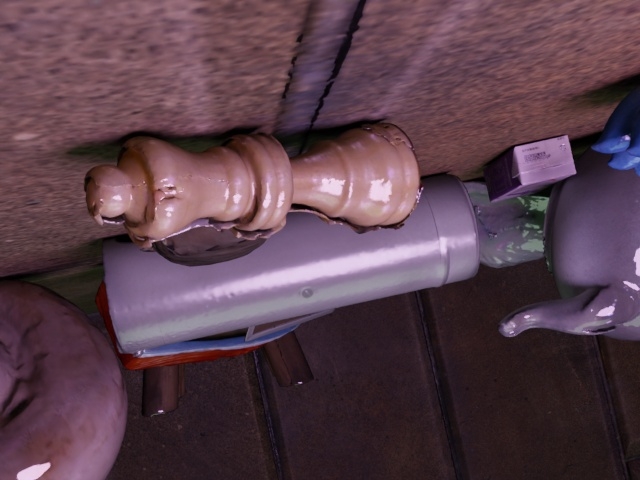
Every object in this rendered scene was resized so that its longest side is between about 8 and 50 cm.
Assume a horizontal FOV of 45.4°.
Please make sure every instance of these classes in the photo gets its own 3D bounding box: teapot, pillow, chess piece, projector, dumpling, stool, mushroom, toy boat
[{"bbox_3d":[0.278,-0.008,0.696,0.129,0.193,0.294,10,-135,36],"label":"teapot"},{"bbox_3d":[-0.077,-0.009,0.520,0.093,0.051,0.241,-16,179,-14],"label":"pillow"},{"bbox_3d":[-0.030,-0.027,0.371,0.172,0.060,0.060,-8,175,-37],"label":"chess piece"},{"bbox_3d":[-0.026,0.020,0.709,0.337,0.108,0.108,-11,177,-9],"label":"projector"},{"bbox_3d":[0.216,-0.021,0.897,0.149,0.105,0.216,-10,176,-37],"label":"dumpling"},{"bbox_3d":[-0.173,0.145,1.281,0.310,0.226,0.310,-10,176,-8],"label":"stool"},{"bbox_3d":[-0.341,0.148,0.745,0.297,0.297,0.290,-11,139,-11],"label":"mushroom"},{"bbox_3d":[-0.112,0.065,0.983,0.331,0.145,0.133,-5,148,-50],"label":"toy boat"}]

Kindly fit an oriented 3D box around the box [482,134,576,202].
[{"bbox_3d":[0.185,-0.062,0.690,0.050,0.036,0.117,-13,176,-1],"label":"box"}]

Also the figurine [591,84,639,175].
[{"bbox_3d":[0.213,-0.061,0.444,0.114,0.079,0.114,-14,-177,1],"label":"figurine"}]

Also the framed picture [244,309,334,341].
[{"bbox_3d":[-0.017,0.040,0.919,0.142,0.011,0.183,-15,140,-35],"label":"framed picture"}]
